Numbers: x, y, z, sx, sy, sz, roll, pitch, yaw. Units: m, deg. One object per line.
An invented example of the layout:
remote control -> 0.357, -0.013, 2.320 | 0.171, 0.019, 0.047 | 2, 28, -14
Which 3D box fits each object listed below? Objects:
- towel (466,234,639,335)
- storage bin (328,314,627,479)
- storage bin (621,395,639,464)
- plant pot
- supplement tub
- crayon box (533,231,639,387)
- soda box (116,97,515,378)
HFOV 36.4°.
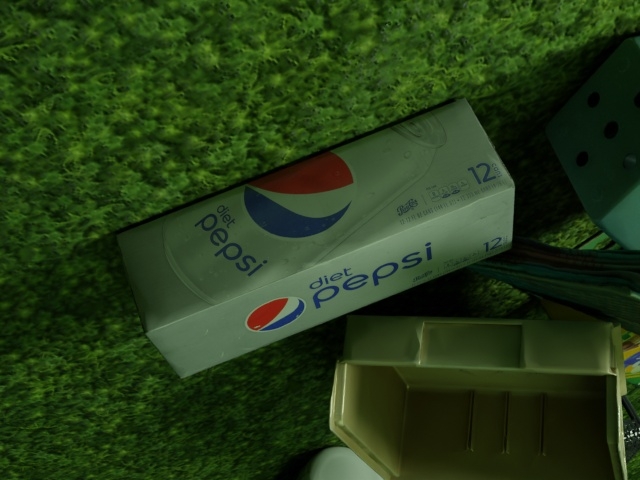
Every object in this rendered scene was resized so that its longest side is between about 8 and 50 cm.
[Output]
towel -> 0.307, 0.063, 0.850 | 0.370, 0.271, 0.040 | 20, 87, -28
storage bin -> 0.171, 0.168, 0.978 | 0.262, 0.123, 0.260 | 0, 155, 19
storage bin -> 0.369, 0.272, 1.374 | 0.084, 0.122, 0.180 | -15, 148, -14
plant pot -> 0.313, -0.065, 0.789 | 0.234, 0.166, 0.165 | 9, 137, -32
supplement tub -> -0.004, 0.360, 1.270 | 0.117, 0.117, 0.190 | 0, 142, -34
crayon box -> 0.390, 0.068, 1.114 | 0.203, 0.083, 0.323 | -37, 146, 21
soda box -> 0.000, 0.000, 0.742 | 0.286, 0.091, 0.098 | -22, 150, -2
